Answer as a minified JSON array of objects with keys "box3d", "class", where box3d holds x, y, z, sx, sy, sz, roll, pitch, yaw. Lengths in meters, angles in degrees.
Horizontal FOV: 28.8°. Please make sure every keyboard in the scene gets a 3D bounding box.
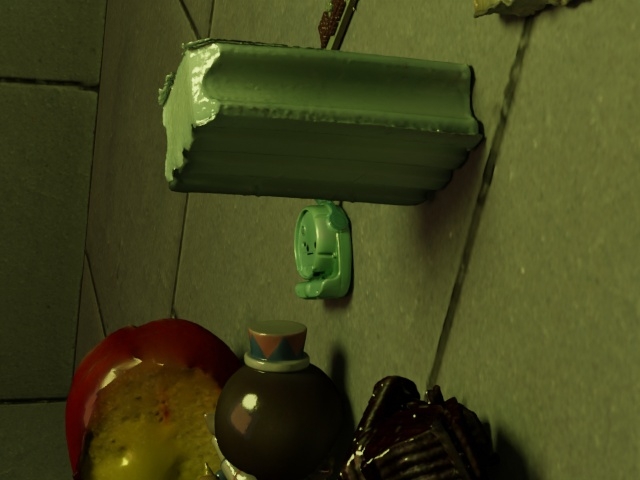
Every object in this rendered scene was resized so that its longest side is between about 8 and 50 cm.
[{"box3d":[0.026,-0.275,1.378,0.166,0.017,0.055,114,150,-50],"class":"keyboard"}]

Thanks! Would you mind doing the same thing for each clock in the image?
[{"box3d":[0.000,0.000,1.416,0.101,0.041,0.135,163,106,-70],"class":"clock"}]

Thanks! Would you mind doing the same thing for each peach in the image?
[{"box3d":[-0.223,0.286,1.728,0.281,0.281,0.338,126,144,-60],"class":"peach"}]

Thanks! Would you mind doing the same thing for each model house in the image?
[{"box3d":[0.104,0.223,1.037,0.164,0.141,0.203,-10,102,49],"class":"model house"}]

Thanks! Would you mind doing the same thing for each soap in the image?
[{"box3d":[-0.007,-0.105,1.104,0.150,0.261,0.094,126,143,-59],"class":"soap"}]

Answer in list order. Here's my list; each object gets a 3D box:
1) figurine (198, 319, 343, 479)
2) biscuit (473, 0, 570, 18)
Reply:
[{"box3d":[-0.051,0.221,1.415,0.158,0.161,0.275,-52,-20,-56],"class":"figurine"},{"box3d":[0.168,-0.257,0.930,0.265,0.040,0.188,112,153,-48],"class":"biscuit"}]
